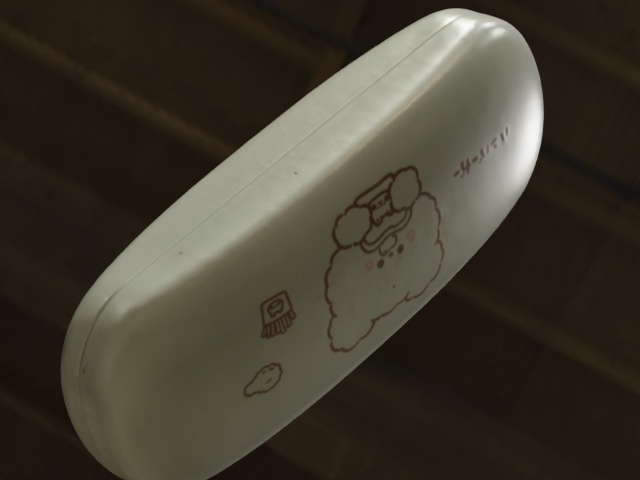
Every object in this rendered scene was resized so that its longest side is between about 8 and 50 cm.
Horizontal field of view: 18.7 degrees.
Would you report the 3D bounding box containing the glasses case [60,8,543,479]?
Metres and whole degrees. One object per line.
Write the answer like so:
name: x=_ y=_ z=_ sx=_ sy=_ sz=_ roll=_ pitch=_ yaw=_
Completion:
glasses case: x=0.000 y=0.000 z=0.594 sx=0.049 sy=0.193 sz=0.074 roll=26 pitch=-37 yaw=40
